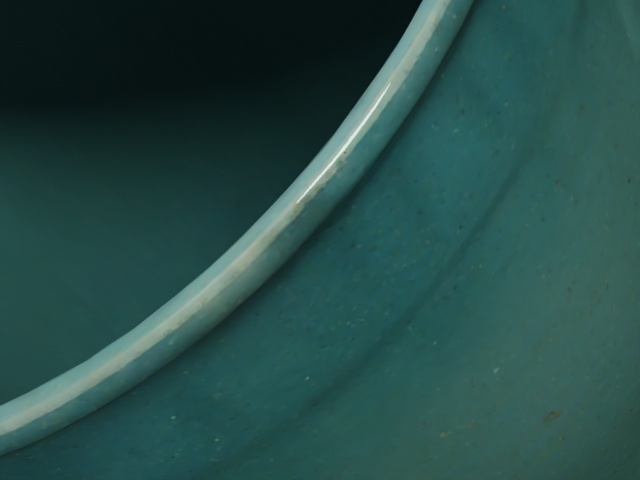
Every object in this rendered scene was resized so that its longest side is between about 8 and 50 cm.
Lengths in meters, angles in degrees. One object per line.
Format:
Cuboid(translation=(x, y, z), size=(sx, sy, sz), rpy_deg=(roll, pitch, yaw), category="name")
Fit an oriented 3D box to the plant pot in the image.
Cuboid(translation=(0.000, 0.000, 0.498), size=(0.272, 0.255, 0.271), rpy_deg=(-23, 46, 26), category="plant pot")
